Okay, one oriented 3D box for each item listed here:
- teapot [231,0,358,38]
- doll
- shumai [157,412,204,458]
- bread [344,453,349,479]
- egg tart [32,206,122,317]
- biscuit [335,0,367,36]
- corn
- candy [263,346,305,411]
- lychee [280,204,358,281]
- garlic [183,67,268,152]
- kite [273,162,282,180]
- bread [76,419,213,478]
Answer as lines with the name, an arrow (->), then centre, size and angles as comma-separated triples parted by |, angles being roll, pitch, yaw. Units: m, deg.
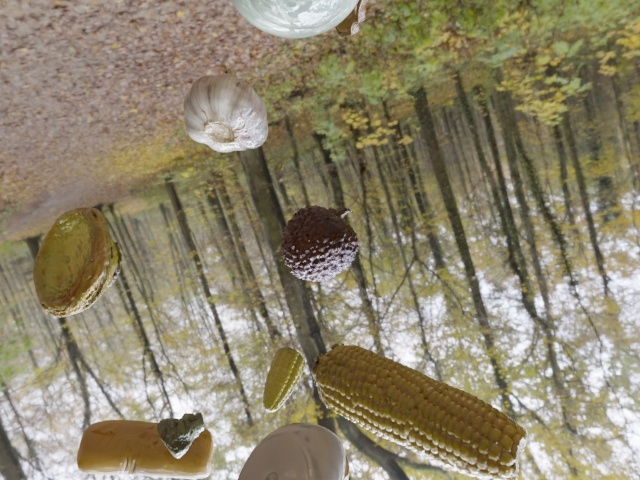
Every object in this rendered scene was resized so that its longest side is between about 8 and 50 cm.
teapot -> -0.087, -0.384, 0.613 | 0.318, 0.220, 0.149 | -2, -139, -8
doll -> -0.035, 0.473, 0.845 | 0.251, 0.221, 0.221 | -61, -158, -12
shumai -> -0.269, 0.373, 0.901 | 0.080, 0.082, 0.083 | -36, -138, -13
bread -> 0.023, 0.649, 1.310 | 0.122, 0.073, 0.149 | 3, -156, -14
egg tart -> -0.616, 0.058, 1.180 | 0.294, 0.294, 0.123 | -13, 157, 26
biscuit -> 0.056, -0.594, 1.081 | 0.034, 0.182, 0.215 | -24, -177, -14
corn -> 0.112, 0.221, 0.602 | 0.305, 0.106, 0.106 | 13, -151, 44
candy -> -0.117, 0.426, 1.376 | 0.106, 0.094, 0.199 | -16, -146, 35
lychee -> 0.000, 0.000, 1.535 | 0.300, 0.264, 0.264 | -52, -160, -16
garlic -> -0.263, -0.393, 1.297 | 0.245, 0.253, 0.245 | 3, 150, 2
kite -> -0.090, -0.133, 0.938 | 0.078, 0.002, 0.044 | 126, -20, -50
bread -> -0.403, 0.486, 1.078 | 0.305, 0.091, 0.142 | 9, -161, -13
